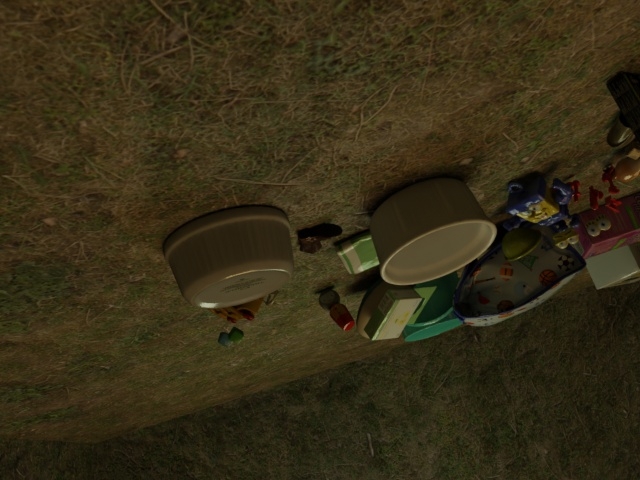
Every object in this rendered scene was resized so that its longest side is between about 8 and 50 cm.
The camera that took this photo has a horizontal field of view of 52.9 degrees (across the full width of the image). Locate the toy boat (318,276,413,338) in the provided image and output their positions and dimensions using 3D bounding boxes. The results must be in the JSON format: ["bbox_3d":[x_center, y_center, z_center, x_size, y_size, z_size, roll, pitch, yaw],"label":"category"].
[{"bbox_3d":[0.150,0.200,2.054,0.318,0.148,0.267,-5,132,-37],"label":"toy boat"}]

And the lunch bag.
[{"bbox_3d":[0.575,0.121,1.992,0.385,0.239,0.328,-38,162,6],"label":"lunch bag"}]

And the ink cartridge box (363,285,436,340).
[{"bbox_3d":[0.264,0.225,2.010,0.235,0.056,0.171,2,127,-39],"label":"ink cartridge box"}]

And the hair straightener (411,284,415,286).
[{"bbox_3d":[0.305,0.104,1.996,0.047,0.089,0.230,15,180,31],"label":"hair straightener"}]

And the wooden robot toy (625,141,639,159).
[{"bbox_3d":[0.736,-0.258,1.452,0.079,0.076,0.173,21,154,-4],"label":"wooden robot toy"}]

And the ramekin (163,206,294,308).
[{"bbox_3d":[-0.178,0.045,1.328,0.273,0.127,0.273,-16,161,-6],"label":"ramekin"}]

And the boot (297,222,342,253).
[{"bbox_3d":[0.000,0.000,1.504,0.107,0.037,0.114,-5,158,2],"label":"boot"}]

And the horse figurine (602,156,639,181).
[{"bbox_3d":[0.803,-0.208,1.588,0.174,0.066,0.263,-23,167,-39],"label":"horse figurine"}]

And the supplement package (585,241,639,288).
[{"bbox_3d":[1.174,0.051,2.473,0.263,0.198,0.199,-5,158,-34],"label":"supplement package"}]

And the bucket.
[{"bbox_3d":[0.381,0.232,2.278,0.281,0.183,0.281,-17,161,-6],"label":"bucket"}]

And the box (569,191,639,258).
[{"bbox_3d":[0.980,-0.047,2.149,0.243,0.117,0.213,-20,161,5],"label":"box"}]

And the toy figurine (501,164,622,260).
[{"bbox_3d":[0.546,-0.101,1.652,0.217,0.191,0.362,27,149,-22],"label":"toy figurine"}]

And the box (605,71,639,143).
[{"bbox_3d":[0.651,-0.227,1.227,0.184,0.190,0.045,-6,157,-33],"label":"box"}]

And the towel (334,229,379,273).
[{"bbox_3d":[0.207,-0.002,1.691,0.325,0.038,0.248,-20,160,6],"label":"towel"}]

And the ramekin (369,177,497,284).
[{"bbox_3d":[0.246,-0.022,1.471,0.277,0.135,0.277,-15,154,-8],"label":"ramekin"}]

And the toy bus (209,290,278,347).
[{"bbox_3d":[-0.200,0.126,1.508,0.104,0.191,0.202,32,110,-20],"label":"toy bus"}]

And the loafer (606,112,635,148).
[{"bbox_3d":[0.658,-0.252,1.382,0.050,0.056,0.148,-10,150,-20],"label":"loafer"}]
